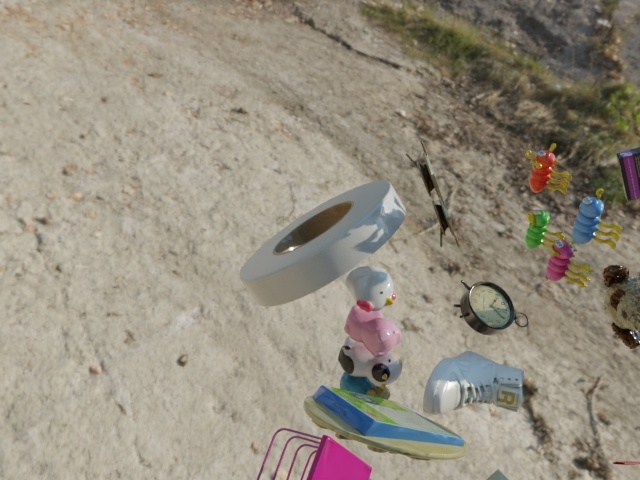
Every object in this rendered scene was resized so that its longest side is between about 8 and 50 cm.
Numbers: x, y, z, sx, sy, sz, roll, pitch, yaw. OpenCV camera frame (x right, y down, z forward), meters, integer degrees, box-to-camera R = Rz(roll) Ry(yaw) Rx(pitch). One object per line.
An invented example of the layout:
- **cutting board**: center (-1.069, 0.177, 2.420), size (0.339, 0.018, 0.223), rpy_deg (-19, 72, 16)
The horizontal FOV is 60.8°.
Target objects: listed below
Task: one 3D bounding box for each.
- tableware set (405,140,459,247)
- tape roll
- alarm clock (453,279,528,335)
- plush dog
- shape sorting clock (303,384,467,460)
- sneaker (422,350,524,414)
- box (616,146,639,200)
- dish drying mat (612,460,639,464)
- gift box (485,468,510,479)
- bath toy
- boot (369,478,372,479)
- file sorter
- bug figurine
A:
- **tableware set**: center (0.217, -0.081, 1.059), size (0.039, 0.194, 0.128), rpy_deg (-19, 38, 13)
- **tape roll**: center (0.000, 0.000, 1.193), size (0.072, 0.391, 0.392), rpy_deg (58, 30, -14)
- **alarm clock**: center (0.430, 0.176, 1.356), size (0.191, 0.064, 0.129), rpy_deg (18, 55, -5)
- **plush dog**: center (0.788, 0.153, 1.297), size (0.210, 0.263, 0.225), rpy_deg (-22, 13, -30)
- **shape sorting clock**: center (0.077, 0.229, 0.677), size (0.206, 0.040, 0.206), rpy_deg (17, -5, 2)
- **sneaker**: center (0.355, 0.325, 1.203), size (0.169, 0.108, 0.292), rpy_deg (13, 15, 36)
- **box**: center (0.706, -0.152, 1.117), size (0.116, 0.162, 0.029), rpy_deg (58, 30, -32)
- **dish drying mat**: center (0.774, 0.561, 1.375), size (0.083, 0.032, 0.008), rpy_deg (14, 68, -31)
- **gift box**: center (0.381, 0.674, 1.076), size (0.255, 0.276, 0.258), rpy_deg (49, -5, -37)
- **bath toy**: center (0.115, 0.226, 1.234), size (0.151, 0.349, 0.129), rpy_deg (4, 28, 7)
- **boot**: center (0.238, 0.878, 1.738), size (0.280, 0.264, 0.096), rpy_deg (26, 68, 31)
- **file sorter**: center (-0.019, 0.679, 1.545), size (0.182, 0.291, 0.202), rpy_deg (2, 56, 36)
- **bug figurine**: center (0.438, -0.042, 1.007), size (0.072, 0.216, 0.279), rpy_deg (-2, 32, -2)
